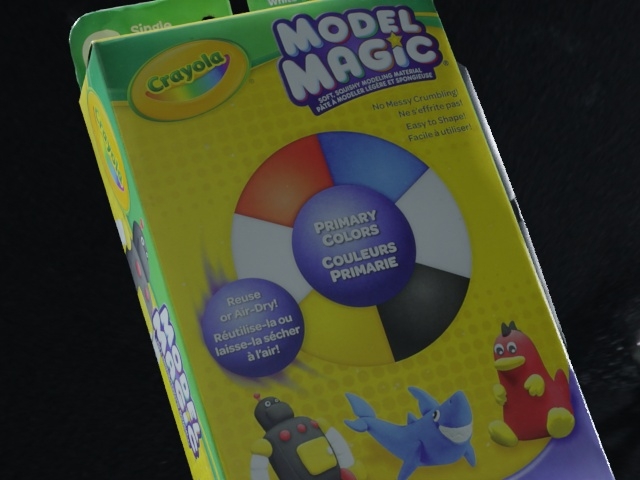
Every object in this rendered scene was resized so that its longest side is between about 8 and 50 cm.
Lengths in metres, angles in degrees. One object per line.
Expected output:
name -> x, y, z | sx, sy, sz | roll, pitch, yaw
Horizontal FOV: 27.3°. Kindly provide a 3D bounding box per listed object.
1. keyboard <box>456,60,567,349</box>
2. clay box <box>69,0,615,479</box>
keyboard -> 0.076, 0.003, 0.731 | 0.100, 0.038, 0.192 | -26, -78, -16
clay box -> 0.000, 0.000, 0.457 | 0.127, 0.053, 0.222 | -14, -104, -19
